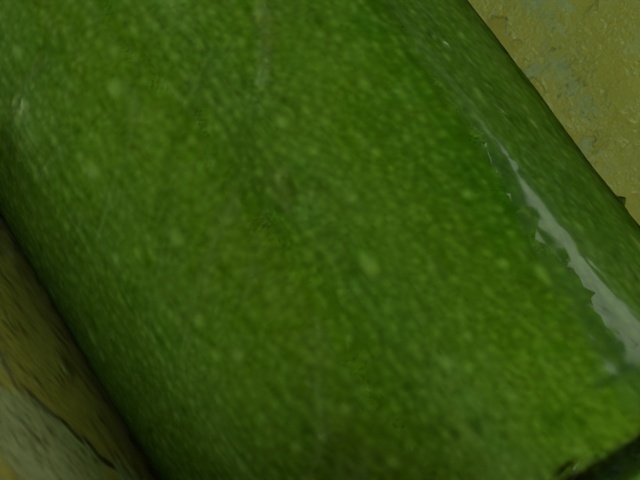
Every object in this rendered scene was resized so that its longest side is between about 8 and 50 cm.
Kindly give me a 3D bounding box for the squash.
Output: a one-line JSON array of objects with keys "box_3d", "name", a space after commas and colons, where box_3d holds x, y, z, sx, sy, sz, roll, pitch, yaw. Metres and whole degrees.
[{"box_3d": [0.000, 0.000, 0.660, 0.384, 0.263, 0.263, 55, 2, 21], "name": "squash"}]
